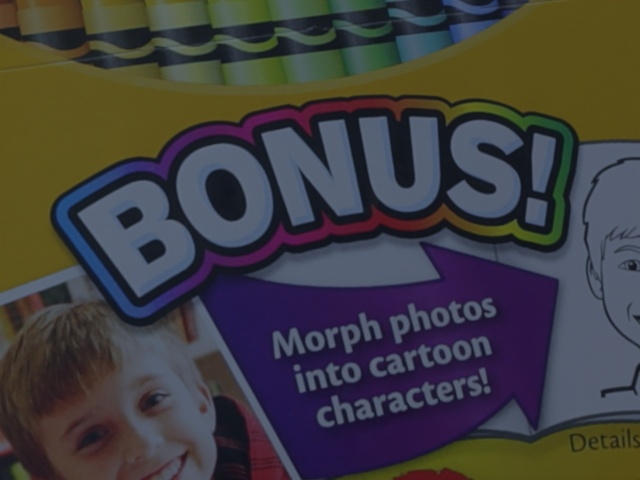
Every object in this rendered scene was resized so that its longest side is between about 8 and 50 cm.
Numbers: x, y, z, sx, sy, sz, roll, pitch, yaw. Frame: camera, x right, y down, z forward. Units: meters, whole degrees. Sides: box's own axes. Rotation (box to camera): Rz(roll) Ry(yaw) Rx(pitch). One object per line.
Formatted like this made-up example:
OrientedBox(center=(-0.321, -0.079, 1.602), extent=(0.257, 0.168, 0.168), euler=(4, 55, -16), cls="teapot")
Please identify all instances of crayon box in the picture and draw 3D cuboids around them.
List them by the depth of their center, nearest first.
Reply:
OrientedBox(center=(0.000, 0.000, 0.528), extent=(0.106, 0.363, 0.313), euler=(133, -55, -69), cls="crayon box")
